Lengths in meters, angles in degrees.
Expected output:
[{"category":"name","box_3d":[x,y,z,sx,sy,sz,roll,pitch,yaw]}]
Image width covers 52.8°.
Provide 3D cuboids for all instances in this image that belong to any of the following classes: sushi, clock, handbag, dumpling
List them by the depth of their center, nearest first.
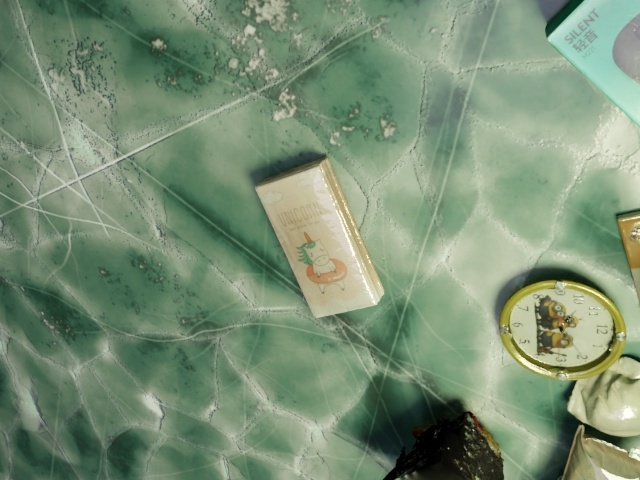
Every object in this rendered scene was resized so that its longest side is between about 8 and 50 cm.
[{"category":"dumpling","box_3d":[0.586,0.304,1.259,0.181,0.111,0.155,5,86,15]},{"category":"clock","box_3d":[0.471,0.168,1.263,0.237,0.057,0.237,10,120,18]},{"category":"handbag","box_3d":[0.560,0.508,1.284,0.182,0.117,0.270,18,111,18]},{"category":"sushi","box_3d":[0.294,0.493,1.407,0.227,0.212,0.215,37,136,-10]}]

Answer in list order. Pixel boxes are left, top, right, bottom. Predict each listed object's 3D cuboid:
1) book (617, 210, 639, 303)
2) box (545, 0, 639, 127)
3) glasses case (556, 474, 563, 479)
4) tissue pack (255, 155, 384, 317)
[{"category":"book","box_3d":[0.673,0.066,1.149,0.208,0.020,0.295,-15,108,27]},{"category":"box","box_3d":[0.525,-0.290,0.980,0.311,0.118,0.205,44,121,-2]},{"category":"glasses case","box_3d":[0.657,0.530,1.347,0.327,0.076,0.125,-20,102,30]},{"category":"tissue pack","box_3d":[0.000,0.000,1.374,0.170,0.071,0.325,-14,108,30]}]
